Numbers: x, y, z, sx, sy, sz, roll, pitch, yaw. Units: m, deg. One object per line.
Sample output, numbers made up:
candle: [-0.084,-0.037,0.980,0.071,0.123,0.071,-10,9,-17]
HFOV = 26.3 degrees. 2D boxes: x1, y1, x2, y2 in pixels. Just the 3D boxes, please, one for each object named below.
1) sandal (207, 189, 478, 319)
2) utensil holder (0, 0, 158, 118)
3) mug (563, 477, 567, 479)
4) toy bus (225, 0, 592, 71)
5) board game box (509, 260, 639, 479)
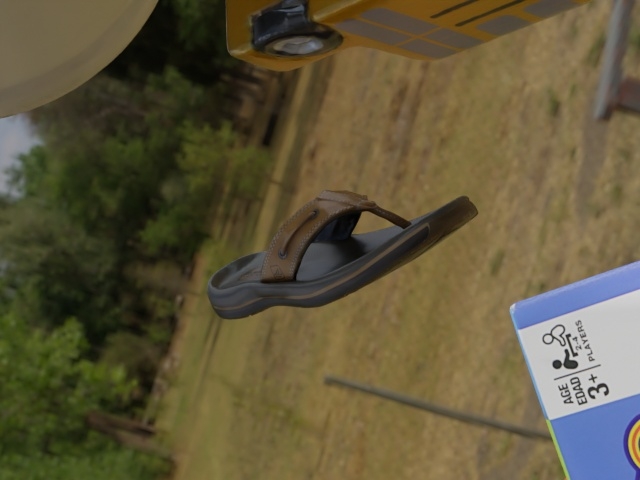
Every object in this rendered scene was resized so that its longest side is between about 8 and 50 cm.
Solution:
sandal: [0.000,0.000,0.857,0.090,0.060,0.219,-33,13,-38]
utensil holder: [-0.250,-0.286,0.809,0.385,0.327,0.328,108,178,-74]
mug: [0.218,0.233,1.018,0.169,0.113,0.150,-28,8,14]
toy bus: [0.089,-0.178,0.726,0.332,0.130,0.108,-16,73,47]
board game box: [0.198,0.103,0.469,0.347,0.078,0.233,-6,-103,-60]
